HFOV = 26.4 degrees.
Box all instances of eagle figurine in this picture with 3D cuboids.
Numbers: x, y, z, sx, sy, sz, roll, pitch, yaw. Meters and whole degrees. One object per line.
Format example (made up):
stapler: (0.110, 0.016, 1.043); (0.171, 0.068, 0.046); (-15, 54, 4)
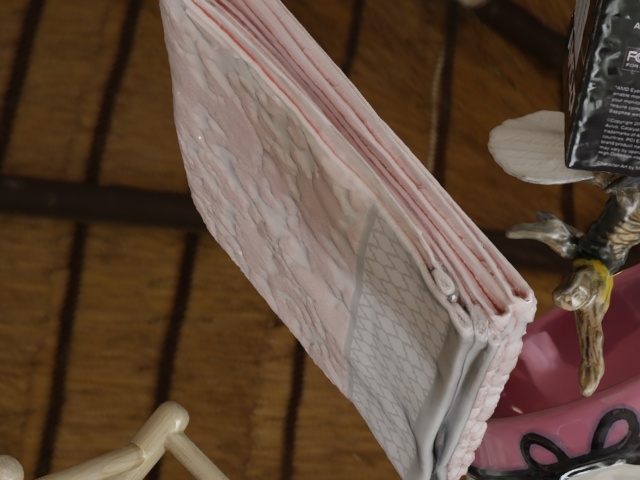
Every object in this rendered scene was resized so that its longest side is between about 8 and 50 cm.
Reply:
eagle figurine: (0.297, -0.050, 0.995); (0.298, 0.225, 0.226); (-40, -120, 36)

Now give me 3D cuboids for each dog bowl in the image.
dog bowl: (0.291, 0.130, 1.164); (0.408, 0.150, 0.408); (-28, -173, 3)

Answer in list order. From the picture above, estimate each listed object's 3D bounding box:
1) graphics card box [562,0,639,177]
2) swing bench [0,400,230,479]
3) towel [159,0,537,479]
graphics card box: (0.234, -0.180, 0.498); (0.233, 0.371, 0.094); (7, -141, 3)
swing bench: (-0.094, 0.265, 0.679); (0.253, 0.165, 0.254); (42, -69, 19)
towel: (0.000, 0.000, 0.884); (0.053, 0.332, 0.317); (-33, -112, -16)
